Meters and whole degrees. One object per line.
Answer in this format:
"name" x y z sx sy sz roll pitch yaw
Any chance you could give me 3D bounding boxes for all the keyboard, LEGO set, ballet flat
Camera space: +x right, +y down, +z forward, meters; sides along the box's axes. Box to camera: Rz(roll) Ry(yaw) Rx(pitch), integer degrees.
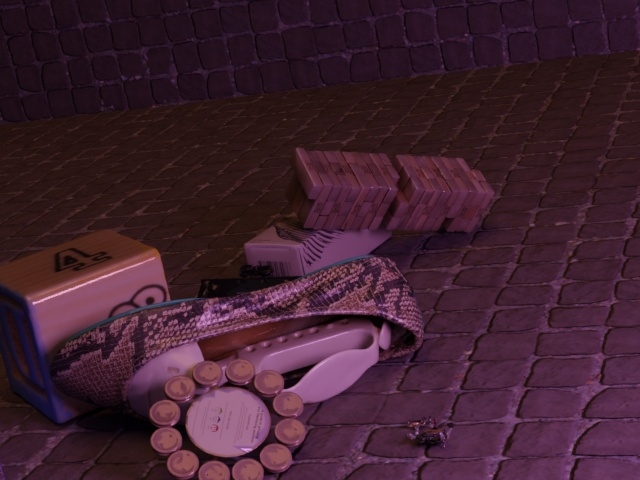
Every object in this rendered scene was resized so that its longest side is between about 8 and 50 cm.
"keyboard" -0.104 0.081 1.960 0.180 0.023 0.108 -2 55 24
"LEGO set" 0.126 0.220 1.475 0.054 0.023 0.083 -7 5 5
"ballet flat" -0.092 0.146 1.646 0.483 0.164 0.182 -14 44 -14

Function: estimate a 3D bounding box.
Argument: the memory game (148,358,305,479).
"memory game" -0.108 0.211 1.504 0.186 0.012 0.186 2 46 -2

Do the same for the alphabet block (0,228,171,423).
"alphabet block" -0.326 0.112 1.788 0.197 0.192 0.193 -20 22 -29

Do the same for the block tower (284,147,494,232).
"block tower" 0.104 -0.076 2.049 0.335 0.097 0.091 3 41 -31

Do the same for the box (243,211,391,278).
"box" 0.000 0.000 2.083 0.113 0.094 0.275 1 22 31

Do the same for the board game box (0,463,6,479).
"board game box" -0.545 0.264 1.530 0.291 0.141 0.232 -19 20 -22
